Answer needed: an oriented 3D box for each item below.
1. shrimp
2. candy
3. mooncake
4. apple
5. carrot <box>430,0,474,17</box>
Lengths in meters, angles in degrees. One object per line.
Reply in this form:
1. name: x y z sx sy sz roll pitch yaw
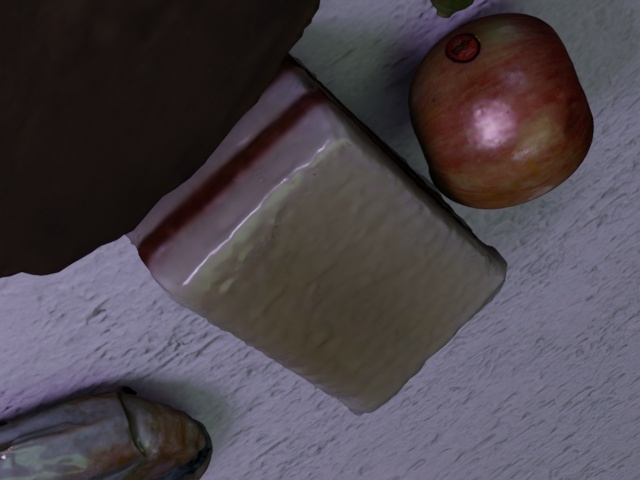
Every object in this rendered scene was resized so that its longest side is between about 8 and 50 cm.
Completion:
1. shrimp: -0.242 0.216 1.364 0.360 0.085 0.247 0 138 -46
2. candy: 0.000 0.000 1.265 0.179 0.135 0.321 -43 146 6
3. mooncake: -0.148 -0.154 0.870 0.324 0.187 0.324 -38 152 -24
4. apple: 0.134 -0.095 1.264 0.131 0.146 0.146 -24 146 5
5. carrot: 0.115 -0.286 1.092 0.074 0.074 0.358 -17 144 -26
